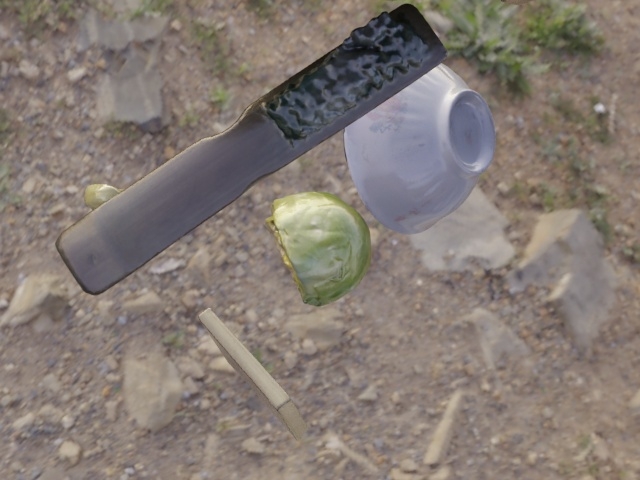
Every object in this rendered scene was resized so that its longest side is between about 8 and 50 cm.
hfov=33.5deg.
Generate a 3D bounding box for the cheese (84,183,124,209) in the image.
[{"bbox_3d":[-0.179,-0.034,0.988,0.083,0.044,0.030,19,57,-53],"label":"cheese"}]

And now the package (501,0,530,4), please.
[{"bbox_3d":[0.048,-0.165,0.467,0.165,0.221,0.311,60,30,-5],"label":"package"}]

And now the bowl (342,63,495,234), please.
[{"bbox_3d":[0.114,-0.100,1.034,0.189,0.086,0.189,3,85,-48],"label":"bowl"}]

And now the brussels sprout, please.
[{"bbox_3d":[0.005,0.001,1.396,0.122,0.149,0.152,-26,102,-4],"label":"brussels sprout"}]

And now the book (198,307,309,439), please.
[{"bbox_3d":[-0.084,0.181,1.393,0.026,0.231,0.161,-41,72,-10],"label":"book"}]

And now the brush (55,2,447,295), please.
[{"bbox_3d":[-0.033,-0.039,0.455,0.190,0.027,0.034,-33,83,5],"label":"brush"}]
